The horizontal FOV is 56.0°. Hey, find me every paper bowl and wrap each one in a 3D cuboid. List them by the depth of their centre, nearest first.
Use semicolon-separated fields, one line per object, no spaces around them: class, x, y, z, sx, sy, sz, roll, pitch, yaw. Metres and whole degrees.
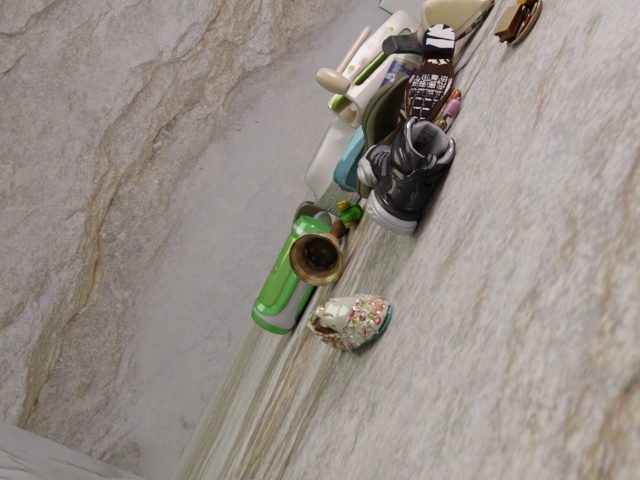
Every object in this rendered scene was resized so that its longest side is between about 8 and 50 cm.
paper bowl;0.059;-0.213;1.610;0.284;0.148;0.284;-63;6;12

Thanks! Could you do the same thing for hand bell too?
hand bell;0.026;-0.003;1.399;0.126;0.126;0.242;-60;-4;29

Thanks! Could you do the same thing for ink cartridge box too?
ink cartridge box;0.267;-0.721;1.806;0.092;0.160;0.219;-58;10;32

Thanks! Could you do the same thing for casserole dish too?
casserole dish;0.106;-0.177;1.331;0.188;0.114;0.037;-60;33;26

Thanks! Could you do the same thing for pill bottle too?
pill bottle;0.175;-0.325;1.364;0.169;0.094;0.094;-64;7;6

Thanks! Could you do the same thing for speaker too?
speaker;-0.067;0.090;1.544;0.296;0.131;0.131;-63;7;12

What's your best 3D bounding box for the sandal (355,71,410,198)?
sandal;0.142;-0.202;1.210;0.120;0.086;0.302;-41;-28;-35

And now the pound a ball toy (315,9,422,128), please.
pound a ball toy;0.137;-0.403;1.427;0.319;0.136;0.208;-47;-10;-14

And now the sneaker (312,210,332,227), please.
sneaker;0.000;0.000;1.658;0.083;0.072;0.190;-33;38;61

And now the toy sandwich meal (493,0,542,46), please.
toy sandwich meal;0.277;-0.312;0.847;0.085;0.029;0.085;-62;7;14

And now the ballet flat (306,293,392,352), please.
ballet flat;0.031;0.124;0.923;0.091;0.077;0.241;-66;8;-21

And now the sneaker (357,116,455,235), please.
sneaker;0.138;-0.127;0.957;0.153;0.101;0.268;-60;14;27

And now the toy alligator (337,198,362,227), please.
toy alligator;0.072;-0.073;1.431;0.052;0.056;0.189;-21;12;5

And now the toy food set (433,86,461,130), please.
toy food set;0.216;-0.218;1.015;0.122;0.019;0.078;-59;1;-42

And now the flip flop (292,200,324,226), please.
flip flop;-0.055;0.015;1.766;0.080;0.112;0.276;-69;3;-66

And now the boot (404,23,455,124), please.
boot;0.211;-0.282;1.122;0.106;0.082;0.219;60;-135;-64

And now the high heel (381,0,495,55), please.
high heel;0.274;-0.442;1.224;0.186;0.093;0.261;-20;7;-41
